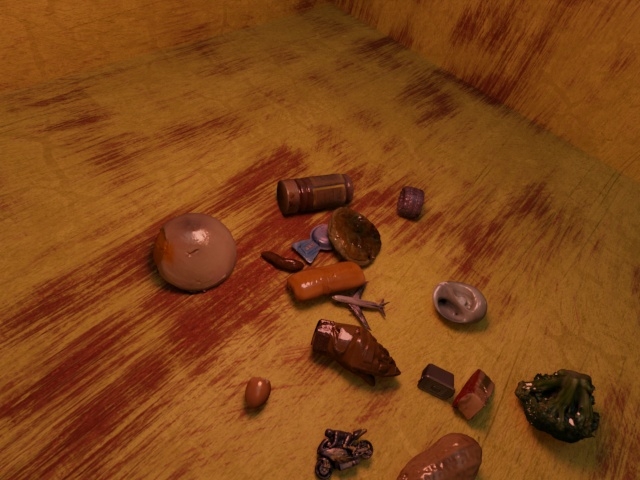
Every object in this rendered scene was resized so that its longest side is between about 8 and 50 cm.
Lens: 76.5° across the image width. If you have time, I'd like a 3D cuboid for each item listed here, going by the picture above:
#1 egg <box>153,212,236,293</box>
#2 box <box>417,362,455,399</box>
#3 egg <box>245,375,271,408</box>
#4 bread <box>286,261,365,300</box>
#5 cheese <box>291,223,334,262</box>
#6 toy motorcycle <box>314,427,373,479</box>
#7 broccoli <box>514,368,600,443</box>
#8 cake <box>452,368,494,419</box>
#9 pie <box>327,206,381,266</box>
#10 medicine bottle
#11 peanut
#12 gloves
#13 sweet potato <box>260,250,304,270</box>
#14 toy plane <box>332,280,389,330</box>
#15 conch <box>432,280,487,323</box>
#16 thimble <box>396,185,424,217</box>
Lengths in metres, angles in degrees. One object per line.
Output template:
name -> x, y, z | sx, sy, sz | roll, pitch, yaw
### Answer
egg -> -0.458, 0.008, 1.501 | 0.336, 0.201, 0.337 | 8, 52, -11
box -> 0.408, 0.491, 1.420 | 0.122, 0.084, 0.069 | 26, 42, 5
egg -> -0.196, 0.475, 1.269 | 0.080, 0.080, 0.097 | 11, 63, -6
bread -> 0.024, 0.148, 1.567 | 0.305, 0.091, 0.142 | -11, 34, -23
cheese -> 0.000, 0.000, 1.724 | 0.135, 0.052, 0.244 | 42, 53, 20
toy motorcycle -> 0.061, 0.626, 1.228 | 0.193, 0.061, 0.124 | -17, 64, -17
broccoli -> 0.821, 0.545, 1.391 | 0.265, 0.246, 0.294 | 32, 24, 35
cake -> 0.537, 0.549, 1.434 | 0.086, 0.117, 0.220 | 46, 22, 18
pie -> 0.145, -0.021, 1.731 | 0.276, 0.078, 0.277 | 21, 46, -24
medicine bottle -> -0.022, -0.214, 1.826 | 0.322, 0.151, 0.151 | -10, 55, -23
peanut -> 0.349, 0.692, 1.202 | 0.312, 0.152, 0.152 | -18, 58, -27
gloves -> 0.128, 0.380, 1.393 | 0.330, 0.141, 0.154 | 22, 48, 3
sweet potato -> -0.156, 0.084, 1.616 | 0.182, 0.053, 0.054 | 19, 88, 4
toy plane -> 0.152, 0.241, 1.565 | 0.226, 0.058, 0.226 | 6, 48, -5
conch -> 0.549, 0.253, 1.622 | 0.221, 0.121, 0.185 | 23, 48, 9
thimble -> 0.427, -0.181, 1.928 | 0.097, 0.150, 0.150 | 12, 50, -3
